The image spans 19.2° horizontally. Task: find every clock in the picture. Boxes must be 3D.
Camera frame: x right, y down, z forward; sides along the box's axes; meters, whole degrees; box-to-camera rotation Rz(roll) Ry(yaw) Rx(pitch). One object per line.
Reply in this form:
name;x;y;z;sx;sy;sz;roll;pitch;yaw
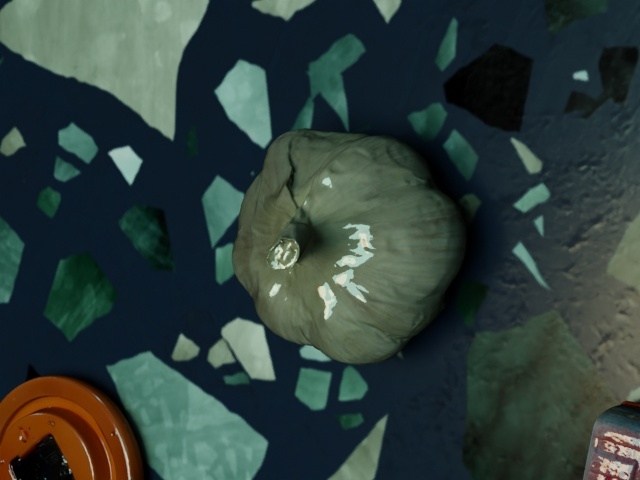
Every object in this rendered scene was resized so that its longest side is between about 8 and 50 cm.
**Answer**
clock;-0.263;0.237;1.898;0.205;0.051;0.205;1;91;33

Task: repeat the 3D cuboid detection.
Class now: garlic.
garlic;0.000;0.000;1.622;0.218;0.212;0.219;1;91;27

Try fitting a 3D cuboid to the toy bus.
toy bus;0.243;0.231;1.545;0.065;0.077;0.192;15;100;30
